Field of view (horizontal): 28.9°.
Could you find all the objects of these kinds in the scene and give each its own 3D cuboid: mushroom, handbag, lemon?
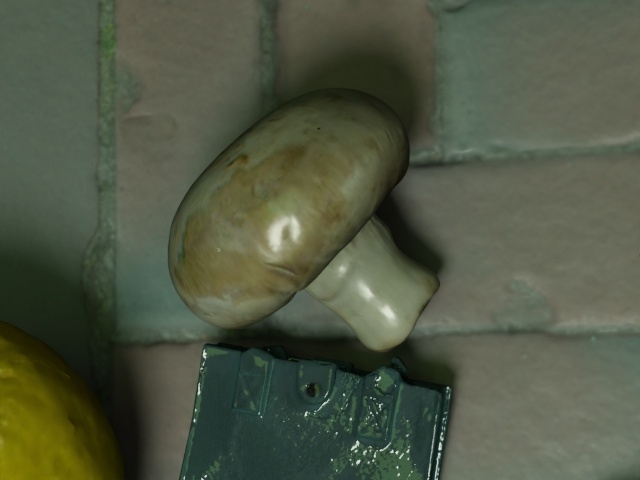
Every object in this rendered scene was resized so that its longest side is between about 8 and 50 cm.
[{"bbox_3d":[0.000,0.000,1.056,0.243,0.243,0.244,-4,78,19],"label":"mushroom"},{"bbox_3d":[-0.007,0.178,1.082,0.229,0.062,0.179,10,92,21],"label":"handbag"},{"bbox_3d":[-0.324,0.233,1.057,0.348,0.348,0.348,-4,78,19],"label":"lemon"}]
